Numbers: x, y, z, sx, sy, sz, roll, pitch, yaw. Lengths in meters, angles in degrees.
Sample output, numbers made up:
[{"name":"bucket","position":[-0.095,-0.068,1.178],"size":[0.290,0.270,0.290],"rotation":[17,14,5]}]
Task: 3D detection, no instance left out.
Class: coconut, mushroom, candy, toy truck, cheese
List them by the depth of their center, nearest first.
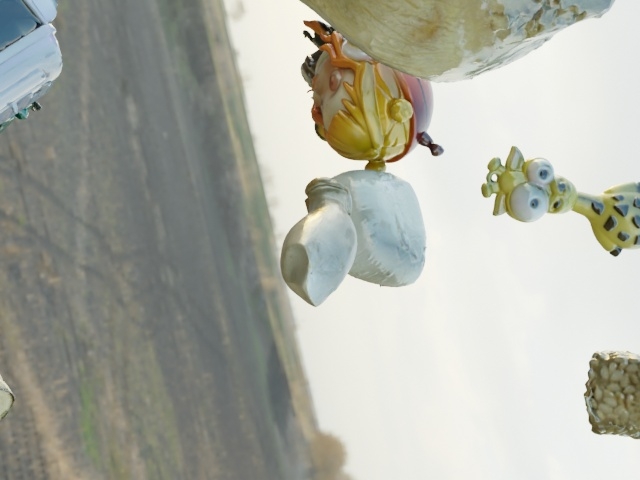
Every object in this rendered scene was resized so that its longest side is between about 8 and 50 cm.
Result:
[{"name":"toy truck","position":[-0.349,-0.146,1.020],"size":[0.178,0.176,0.363],"rotation":[50,-28,-4]},{"name":"coconut","position":[0.161,-0.354,1.186],"size":[0.404,0.405,0.404],"rotation":[167,-90,-87]},{"name":"candy","position":[0.336,0.165,1.190],"size":[0.085,0.110,0.095],"rotation":[35,55,-60]},{"name":"mushroom","position":[-0.001,0.000,1.431],"size":[0.097,0.088,0.212],"rotation":[39,36,-19]},{"name":"cheese","position":[0.072,-0.027,1.792],"size":[0.189,0.154,0.198],"rotation":[25,44,-49]}]

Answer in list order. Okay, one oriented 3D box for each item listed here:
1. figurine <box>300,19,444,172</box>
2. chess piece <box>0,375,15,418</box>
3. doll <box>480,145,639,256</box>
[{"name":"figurine","position":[0.080,-0.264,1.894],"size":[0.320,0.196,0.323],"rotation":[110,-33,-56]},{"name":"chess piece","position":[-0.314,0.102,0.933],"size":[0.122,0.066,0.066],"rotation":[49,-15,25]},{"name":"doll","position":[0.374,-0.055,1.616],"size":[0.086,0.291,0.117],"rotation":[-165,-88,-78]}]
